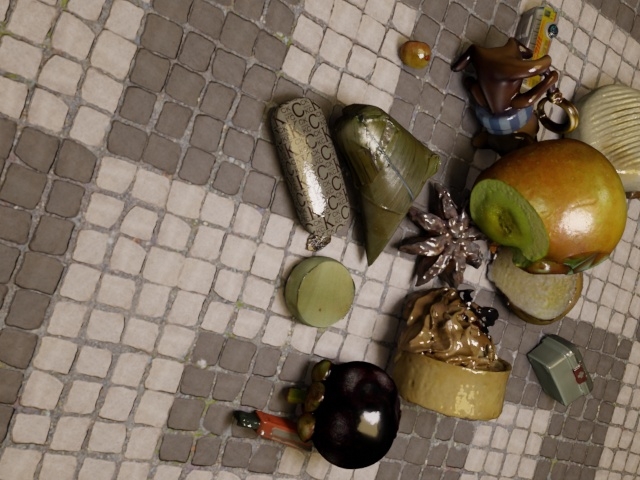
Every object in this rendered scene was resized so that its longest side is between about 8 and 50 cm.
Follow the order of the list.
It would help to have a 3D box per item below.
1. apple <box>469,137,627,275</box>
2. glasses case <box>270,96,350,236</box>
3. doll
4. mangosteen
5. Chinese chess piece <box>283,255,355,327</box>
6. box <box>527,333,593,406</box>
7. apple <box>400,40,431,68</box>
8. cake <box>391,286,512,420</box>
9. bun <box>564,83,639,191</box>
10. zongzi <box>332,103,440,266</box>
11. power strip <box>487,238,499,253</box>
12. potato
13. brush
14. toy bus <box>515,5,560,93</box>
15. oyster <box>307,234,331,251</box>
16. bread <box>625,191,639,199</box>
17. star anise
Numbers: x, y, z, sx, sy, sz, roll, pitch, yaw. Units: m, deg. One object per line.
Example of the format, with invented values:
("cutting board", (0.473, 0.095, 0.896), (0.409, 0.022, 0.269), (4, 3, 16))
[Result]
("apple", (0.606, -0.076, 1.549), (0.374, 0.383, 0.375), (43, 38, -46))
("glasses case", (-0.022, -0.183, 1.466), (0.137, 0.085, 0.355), (-23, 105, -26))
("doll", (0.553, -0.406, 1.657), (0.209, 0.317, 0.340), (-47, 129, -39))
("mangosteen", (0.056, 0.440, 1.504), (0.302, 0.275, 0.275), (15, 89, 4))
("Chinese chess piece", (-0.002, 0.134, 1.519), (0.188, 0.083, 0.189), (-5, 100, -30))
("box", (0.798, 0.431, 1.929), (0.129, 0.148, 0.210), (-33, 110, -8))
("apple", (0.260, -0.506, 1.578), (0.083, 0.084, 0.071), (-1, 113, -27))
("cake", (0.371, 0.291, 1.591), (0.332, 0.332, 0.322), (9, 93, -28))
("bun", (0.955, -0.316, 1.873), (0.364, 0.219, 0.366), (1, 72, -2))
("zongzi", (0.118, -0.140, 1.500), (0.322, 0.160, 0.361), (28, 90, -35))
("power strip", (0.547, -0.047, 1.795), (0.028, 0.049, 0.178), (7, 93, -21))
("potato", (0.700, 0.119, 1.805), (0.237, 0.301, 0.289), (16, 122, -47))
("brush", (-0.084, 0.505, 1.526), (0.323, 0.070, 0.051), (31, 83, -29))
("toy bus", (0.643, -0.579, 1.765), (0.106, 0.092, 0.268), (17, 89, -18))
("oyster", (-0.003, 0.001, 1.534), (0.083, 0.019, 0.054), (-35, 111, -19))
("bread", (1.224, -0.237, 2.087), (0.416, 0.113, 0.165), (-4, 97, -25))
("star anise", (0.365, -0.006, 1.669), (0.331, 0.117, 0.332), (0, 91, -25))
